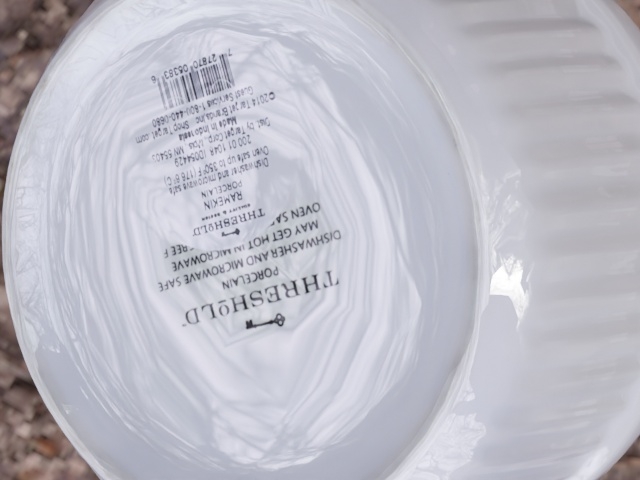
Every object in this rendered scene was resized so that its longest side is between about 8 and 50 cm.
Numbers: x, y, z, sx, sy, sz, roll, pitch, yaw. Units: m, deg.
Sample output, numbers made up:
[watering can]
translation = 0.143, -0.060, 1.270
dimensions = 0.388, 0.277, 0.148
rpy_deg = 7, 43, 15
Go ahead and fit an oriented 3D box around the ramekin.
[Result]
[ramekin]
translation = 0.000, 0.000, 0.540
dimensions = 0.207, 0.109, 0.207
rpy_deg = 3, 95, 32
